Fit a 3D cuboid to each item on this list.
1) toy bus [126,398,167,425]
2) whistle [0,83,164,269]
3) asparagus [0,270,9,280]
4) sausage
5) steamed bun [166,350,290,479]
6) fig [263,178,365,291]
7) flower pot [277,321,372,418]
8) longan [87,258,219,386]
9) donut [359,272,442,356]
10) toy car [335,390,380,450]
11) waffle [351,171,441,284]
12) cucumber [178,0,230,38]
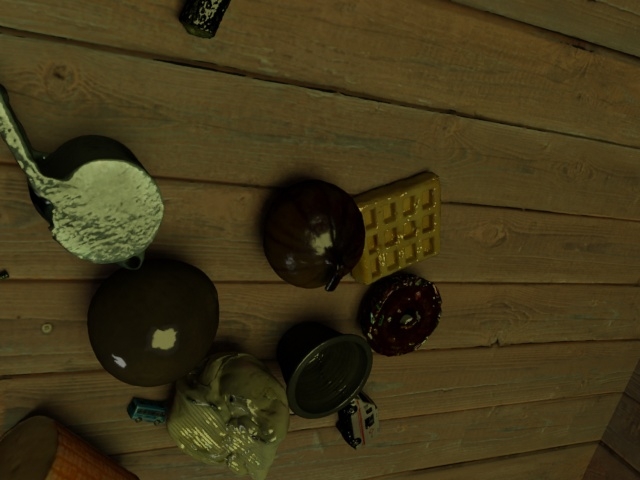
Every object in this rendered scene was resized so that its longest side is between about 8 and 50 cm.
[{"bbox_3d":[-0.385,0.381,1.543,0.083,0.038,0.046,21,100,-38],"label":"toy bus"},{"bbox_3d":[-0.436,-0.107,1.169,0.404,0.168,0.188,34,94,-34],"label":"whistle"},{"bbox_3d":[-0.627,0.090,1.253,0.127,0.018,0.015,-29,166,-12],"label":"asparagus"},{"bbox_3d":[-0.529,0.524,1.415,0.233,0.233,0.287,-40,130,-7],"label":"sausage"},{"bbox_3d":[-0.190,0.374,1.555,0.207,0.268,0.280,-59,170,-48],"label":"steamed bun"},{"bbox_3d":[-0.006,-0.010,1.464,0.235,0.214,0.235,0,89,-29],"label":"fig"},{"bbox_3d":[-0.011,0.290,1.649,0.235,0.148,0.235,-17,123,-27],"label":"flower pot"},{"bbox_3d":[-0.315,0.154,1.331,0.258,0.258,0.258,-14,122,-24],"label":"longan"},{"bbox_3d":[0.201,0.182,1.758,0.235,0.089,0.235,-14,121,-24],"label":"donut"},{"bbox_3d":[0.099,0.456,1.845,0.108,0.089,0.210,-23,127,-19],"label":"toy car"},{"bbox_3d":[0.180,-0.030,1.651,0.247,0.055,0.221,-21,124,-20],"label":"waffle"},{"bbox_3d":[-0.150,-0.489,1.196,0.072,0.072,0.300,25,98,-38],"label":"cucumber"}]
